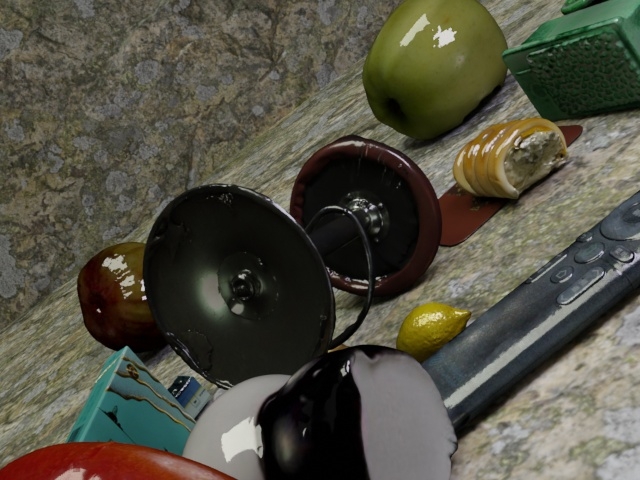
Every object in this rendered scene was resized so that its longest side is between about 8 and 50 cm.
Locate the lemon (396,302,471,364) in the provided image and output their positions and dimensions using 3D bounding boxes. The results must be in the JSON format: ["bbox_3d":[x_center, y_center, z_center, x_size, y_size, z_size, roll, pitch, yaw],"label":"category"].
[{"bbox_3d":[0.118,0.098,0.842,0.092,0.065,0.065,-36,17,21],"label":"lemon"}]

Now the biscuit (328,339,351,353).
[{"bbox_3d":[-0.033,0.180,0.938,0.183,0.061,0.118,-36,15,-1],"label":"biscuit"}]

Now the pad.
[{"bbox_3d":[0.246,-0.084,1.162,0.267,0.004,0.181,-41,18,-13],"label":"pad"}]

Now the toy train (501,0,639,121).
[{"bbox_3d":[0.412,-0.287,1.123,0.202,0.145,0.266,-46,18,-17],"label":"toy train"}]

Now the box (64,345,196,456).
[{"bbox_3d":[-0.220,0.247,0.959,0.041,0.162,0.229,-33,18,13],"label":"box"}]

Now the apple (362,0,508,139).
[{"bbox_3d":[0.213,-0.330,1.499,0.279,0.279,0.279,-34,18,12],"label":"apple"}]

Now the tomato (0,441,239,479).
[{"bbox_3d":[-0.123,0.280,0.534,0.298,0.299,0.226,-33,-24,14],"label":"tomato"}]

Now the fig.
[{"bbox_3d":[-0.303,0.087,1.556,0.217,0.217,0.321,-21,2,43],"label":"fig"}]

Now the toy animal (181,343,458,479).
[{"bbox_3d":[-0.013,0.192,0.693,0.235,0.165,0.187,-28,16,33],"label":"toy animal"}]

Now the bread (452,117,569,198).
[{"bbox_3d":[0.249,-0.111,1.084,0.119,0.084,0.177,-41,14,-14],"label":"bread"}]

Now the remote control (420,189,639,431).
[{"bbox_3d":[0.251,0.039,0.770,0.377,0.044,0.107,-38,25,-2],"label":"remote control"}]

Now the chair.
[{"bbox_3d":[0.000,0.000,0.951,0.226,0.227,0.401,-27,3,31],"label":"chair"}]

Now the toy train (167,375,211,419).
[{"bbox_3d":[-0.243,0.287,1.092,0.052,0.051,0.234,-14,32,53],"label":"toy train"}]
